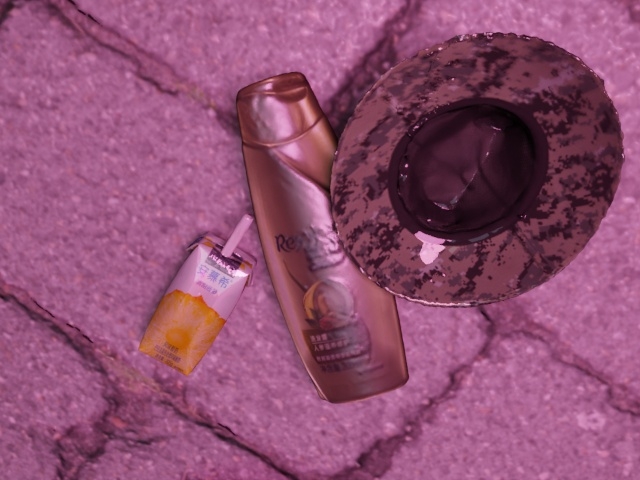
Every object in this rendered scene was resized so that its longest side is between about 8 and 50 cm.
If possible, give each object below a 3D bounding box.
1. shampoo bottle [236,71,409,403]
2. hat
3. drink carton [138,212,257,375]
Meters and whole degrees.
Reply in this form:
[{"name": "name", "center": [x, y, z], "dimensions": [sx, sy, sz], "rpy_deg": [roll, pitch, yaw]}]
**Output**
[{"name": "shampoo bottle", "center": [0.000, 0.000, 0.574], "dimensions": [0.126, 0.084, 0.349], "rpy_deg": [-15, 101, 7]}, {"name": "hat", "center": [0.141, -0.068, 0.526], "dimensions": [0.266, 0.128, 0.265], "rpy_deg": [4, 111, 9]}, {"name": "drink carton", "center": [-0.125, 0.048, 0.597], "dimensions": [0.084, 0.074, 0.199], "rpy_deg": [32, 102, -5]}]
